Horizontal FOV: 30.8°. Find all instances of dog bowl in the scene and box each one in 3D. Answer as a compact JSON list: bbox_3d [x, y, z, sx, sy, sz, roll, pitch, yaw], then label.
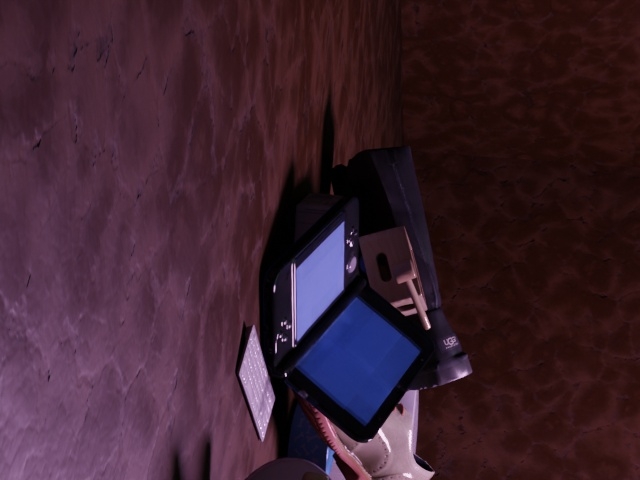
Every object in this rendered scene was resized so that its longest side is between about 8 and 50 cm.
[{"bbox_3d":[-0.003,0.334,2.102,0.297,0.074,0.165,-73,166,-61],"label":"dog bowl"}]

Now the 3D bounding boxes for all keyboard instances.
[{"bbox_3d":[-0.087,0.202,1.602,0.256,0.014,0.072,81,15,-60],"label":"keyboard"}]

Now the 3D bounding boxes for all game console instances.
[{"bbox_3d":[0.053,0.108,1.733,0.293,0.173,0.250,-46,143,-52],"label":"game console"}]

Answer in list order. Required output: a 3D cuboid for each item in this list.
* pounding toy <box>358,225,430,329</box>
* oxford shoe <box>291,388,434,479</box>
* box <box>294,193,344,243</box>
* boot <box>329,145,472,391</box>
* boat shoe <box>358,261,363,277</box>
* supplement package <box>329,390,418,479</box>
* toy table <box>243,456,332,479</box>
[{"bbox_3d":[0.120,0.075,1.954,0.206,0.094,0.181,57,19,-72],"label":"pounding toy"},{"bbox_3d":[0.060,0.281,1.882,0.397,0.147,0.140,61,-5,-35],"label":"oxford shoe"},{"bbox_3d":[0.000,0.000,1.918,0.126,0.072,0.137,-52,146,-76],"label":"box"},{"bbox_3d":[0.093,0.070,2.231,0.146,0.367,0.445,-17,88,-41],"label":"boot"},{"bbox_3d":[0.050,0.180,2.058,0.113,0.103,0.302,-81,158,-77],"label":"boat shoe"},{"bbox_3d":[0.105,0.393,2.467,0.262,0.199,0.198,86,11,-50],"label":"supplement package"},{"bbox_3d":[-0.039,0.389,1.311,0.161,0.252,0.274,145,-55,-80],"label":"toy table"}]
